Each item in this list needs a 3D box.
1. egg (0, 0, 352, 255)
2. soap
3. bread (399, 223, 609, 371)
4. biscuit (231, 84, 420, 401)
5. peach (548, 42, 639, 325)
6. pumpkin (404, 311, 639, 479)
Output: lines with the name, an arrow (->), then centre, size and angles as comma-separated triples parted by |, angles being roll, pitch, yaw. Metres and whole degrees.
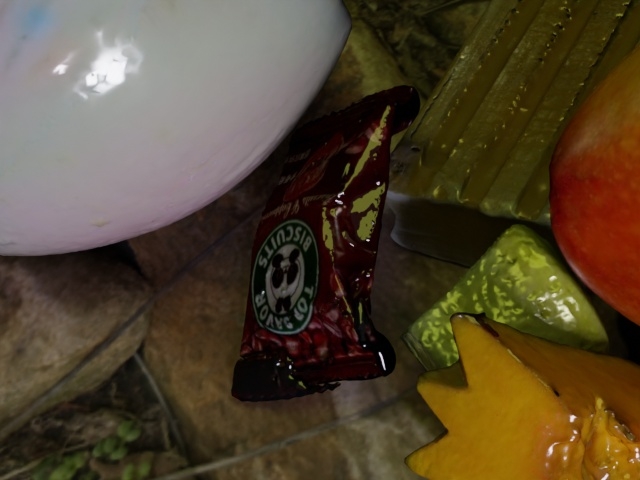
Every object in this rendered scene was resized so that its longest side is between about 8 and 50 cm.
egg -> -0.202, -0.141, 0.950 | 0.354, 0.354, 0.340 | 38, 91, 39
soap -> 0.180, -0.100, 0.945 | 0.173, 0.089, 0.274 | 16, 56, 30
bread -> 0.123, 0.060, 0.801 | 0.114, 0.129, 0.111 | -37, 79, -4
biscuit -> 0.004, -0.002, 0.871 | 0.151, 0.063, 0.235 | -19, 56, 53
peach -> 0.307, -0.035, 0.728 | 0.308, 0.289, 0.289 | -36, 44, 15
pumpkin -> 0.172, 0.156, 0.726 | 0.254, 0.130, 0.149 | 42, 29, 22
